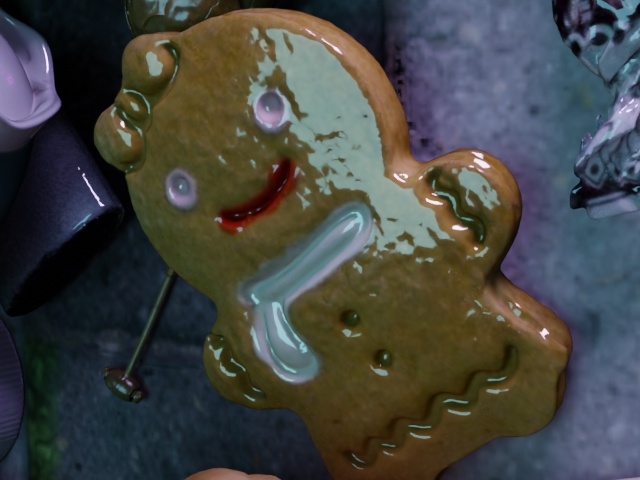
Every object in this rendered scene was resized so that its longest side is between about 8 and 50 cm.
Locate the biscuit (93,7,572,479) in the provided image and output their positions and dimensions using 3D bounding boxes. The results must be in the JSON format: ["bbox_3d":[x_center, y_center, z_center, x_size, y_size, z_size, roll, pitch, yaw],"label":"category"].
[{"bbox_3d":[-0.001,0.001,0.549,0.184,0.035,0.249,-35,88,30],"label":"biscuit"}]

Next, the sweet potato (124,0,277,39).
[{"bbox_3d":[-0.012,-0.165,0.560,0.233,0.062,0.081,-39,93,27],"label":"sweet potato"}]

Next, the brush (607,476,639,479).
[{"bbox_3d":[0.180,0.095,0.473,0.299,0.039,0.042,-13,84,38],"label":"brush"}]

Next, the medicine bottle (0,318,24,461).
[{"bbox_3d":[-0.289,0.096,0.671,0.139,0.225,0.139,4,97,33],"label":"medicine bottle"}]

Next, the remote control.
[{"bbox_3d":[-0.238,-0.136,0.724,0.107,0.044,0.377,-45,70,34],"label":"remote control"}]

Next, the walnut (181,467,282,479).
[{"bbox_3d":[-0.068,0.250,0.491,0.306,0.306,0.344,41,121,24],"label":"walnut"}]

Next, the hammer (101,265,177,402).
[{"bbox_3d":[-0.087,0.033,0.658,0.029,0.014,0.123,32,109,18],"label":"hammer"}]

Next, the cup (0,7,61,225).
[{"bbox_3d":[-0.224,-0.048,0.602,0.173,0.167,0.299,-40,46,23],"label":"cup"}]

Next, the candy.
[{"bbox_3d":[0.125,-0.121,0.475,0.094,0.051,0.226,0,94,31],"label":"candy"}]
